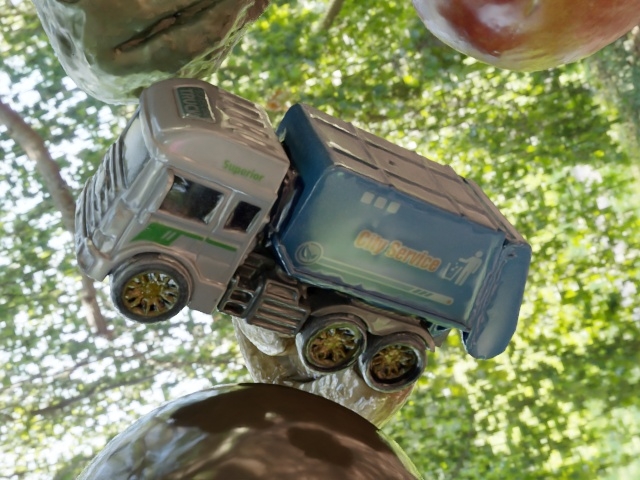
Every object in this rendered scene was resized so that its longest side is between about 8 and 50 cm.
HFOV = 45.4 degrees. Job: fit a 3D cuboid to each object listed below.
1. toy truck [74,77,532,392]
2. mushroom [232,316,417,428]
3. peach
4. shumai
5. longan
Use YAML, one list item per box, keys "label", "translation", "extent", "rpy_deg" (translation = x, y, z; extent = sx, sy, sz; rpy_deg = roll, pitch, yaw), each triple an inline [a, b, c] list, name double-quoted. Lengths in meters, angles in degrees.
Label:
- label: "toy truck"
  translation: [0.000, 0.000, 0.624]
  extent: [0.367, 0.175, 0.146]
  rpy_deg: [18, -156, -27]
- label: "mushroom"
  translation: [-0.012, 0.128, 0.794]
  extent: [0.286, 0.156, 0.151]
  rpy_deg: [39, 121, 51]
- label: "peach"
  translation: [0.156, -0.235, 0.570]
  extent: [0.257, 0.232, 0.232]
  rpy_deg: [138, 118, -68]
- label: "shumai"
  translation: [-0.120, -0.251, 0.638]
  extent: [0.225, 0.222, 0.260]
  rpy_deg: [47, -121, -26]
- label: "longan"
  translation: [-0.045, 0.206, 0.460]
  extent: [0.258, 0.258, 0.258]
  rpy_deg: [-19, -90, -76]
